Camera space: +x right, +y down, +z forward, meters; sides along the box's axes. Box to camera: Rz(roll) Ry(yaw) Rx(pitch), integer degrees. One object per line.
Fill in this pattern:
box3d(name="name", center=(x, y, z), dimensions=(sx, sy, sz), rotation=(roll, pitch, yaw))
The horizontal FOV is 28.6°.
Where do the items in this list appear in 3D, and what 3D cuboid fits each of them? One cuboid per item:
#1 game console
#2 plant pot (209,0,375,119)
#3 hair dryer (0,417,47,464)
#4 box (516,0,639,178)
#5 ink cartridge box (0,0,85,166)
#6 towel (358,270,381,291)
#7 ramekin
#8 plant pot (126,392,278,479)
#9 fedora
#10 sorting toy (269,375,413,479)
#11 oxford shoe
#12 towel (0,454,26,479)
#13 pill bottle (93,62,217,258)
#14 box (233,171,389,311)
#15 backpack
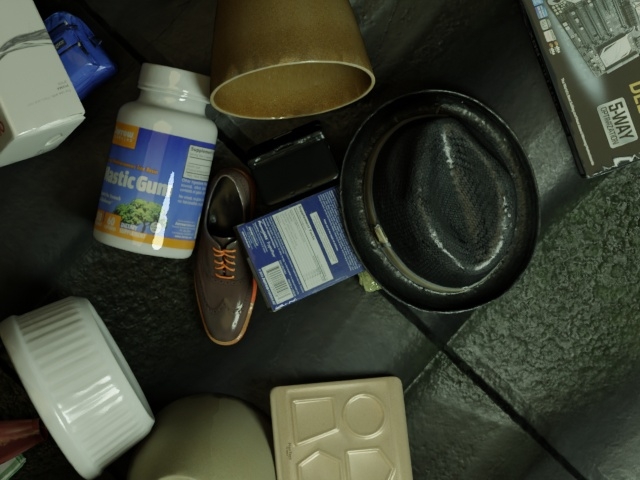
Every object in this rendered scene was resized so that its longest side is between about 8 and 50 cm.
box3d(name="game console", center=(-0.042, -0.117, 1.877), dimensions=(0.122, 0.107, 0.071), rotation=(-22, 109, 5))
box3d(name="plant pot", center=(-0.055, -0.331, 1.817), dimensions=(0.237, 0.237, 0.254), rotation=(-8, 77, 5))
box3d(name="hair dryer", center=(-0.520, 0.382, 1.941), dimensions=(0.224, 0.080, 0.293), rotation=(33, 102, -11))
box3d(name="box", center=(0.447, -0.272, 1.833), dimensions=(0.242, 0.076, 0.307), rotation=(-19, 91, 5))
box3d(name="ink cartridge box", center=(-0.474, -0.266, 1.833), dimensions=(0.117, 0.207, 0.283), rotation=(-25, 90, -28))
box3d(name="towel", center=(0.103, -0.002, 1.901), dimensions=(0.110, 0.027, 0.148), rotation=(-9, 91, 4))
box3d(name="ramekin", center=(-0.348, 0.205, 1.838), dimensions=(0.127, 0.273, 0.273), rotation=(-29, 90, -8))
box3d(name="plant pot", center=(-0.181, 0.372, 1.820), dimensions=(0.257, 0.274, 0.256), rotation=(0, 94, 5))
box3d(name="fedora", center=(0.188, -0.061, 1.799), dimensions=(0.334, 0.152, 0.334), rotation=(0, 87, -9))
box3d(name="sorting toy", center=(0.031, 0.308, 1.883), dimensions=(0.208, 0.038, 0.193), rotation=(-3, 78, -12))
box3d(name="oxford shoe", center=(-0.149, 0.026, 1.886), dimensions=(0.097, 0.098, 0.271), rotation=(0, 93, 5))
box3d(name="towel", center=(-0.553, 0.332, 1.973), dimensions=(0.152, 0.023, 0.113), rotation=(45, 95, 1))
box3d(name="pill bottle", center=(-0.238, -0.119, 1.860), dimensions=(0.152, 0.152, 0.272), rotation=(12, 94, 4))
box3d(name="box", center=(0.000, 0.000, 1.852), dimensions=(0.225, 0.036, 0.136), rotation=(-23, 91, -16))
box3d(name="backpack", center=(-0.377, -0.285, 1.890), dimensions=(0.098, 0.101, 0.120), rotation=(-35, 86, -1))
